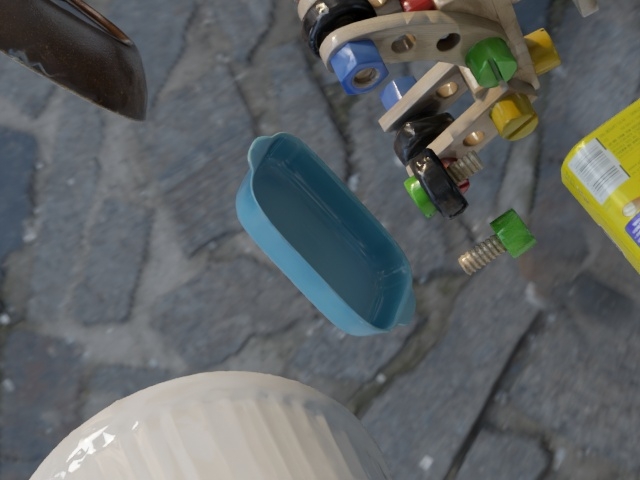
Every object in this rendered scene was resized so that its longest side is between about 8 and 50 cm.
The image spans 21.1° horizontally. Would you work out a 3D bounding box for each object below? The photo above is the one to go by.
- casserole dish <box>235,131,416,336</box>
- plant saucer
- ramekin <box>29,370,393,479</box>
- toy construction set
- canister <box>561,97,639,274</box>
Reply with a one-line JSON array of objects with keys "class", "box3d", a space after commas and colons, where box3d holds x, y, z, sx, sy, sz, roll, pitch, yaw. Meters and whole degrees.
[{"class": "casserole dish", "box3d": [0.000, 0.000, 1.336, 0.037, 0.114, 0.188, -34, 108, 33]}, {"class": "plant saucer", "box3d": [-0.253, -0.196, 1.320, 0.310, 0.310, 0.050, 35, 95, 6]}, {"class": "ramekin", "box3d": [-0.060, 0.235, 1.102, 0.277, 0.135, 0.277, -9, 117, -17]}, {"class": "toy construction set", "box3d": [0.121, -0.187, 1.400, 0.237, 0.309, 0.257, -34, 122, 7]}, {"class": "canister", "box3d": [0.259, -0.018, 1.163, 0.126, 0.073, 0.170, -34, 67, -5]}]
